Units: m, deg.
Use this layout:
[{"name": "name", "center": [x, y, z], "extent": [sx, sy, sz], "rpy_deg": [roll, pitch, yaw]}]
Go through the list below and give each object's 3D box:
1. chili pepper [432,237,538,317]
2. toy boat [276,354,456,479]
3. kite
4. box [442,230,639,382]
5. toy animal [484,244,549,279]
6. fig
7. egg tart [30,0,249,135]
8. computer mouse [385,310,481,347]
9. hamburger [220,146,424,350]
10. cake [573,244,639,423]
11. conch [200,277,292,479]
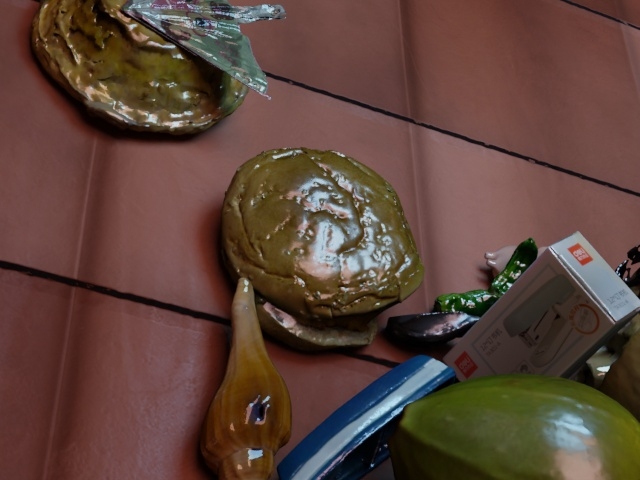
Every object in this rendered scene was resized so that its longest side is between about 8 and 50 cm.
[{"name": "chili pepper", "center": [0.243, 0.070, 1.798], "extent": [0.182, 0.050, 0.073], "rpy_deg": [-36, 109, -16]}, {"name": "toy boat", "center": [0.053, 0.233, 1.550], "extent": [0.061, 0.096, 0.299], "rpy_deg": [39, 46, 22]}, {"name": "kite", "center": [-0.161, -0.328, 1.799], "extent": [0.267, 0.013, 0.323], "rpy_deg": [-4, 58, -34]}, {"name": "box", "center": [0.285, 0.125, 1.653], "extent": [0.079, 0.269, 0.135], "rpy_deg": [-21, 66, -45]}, {"name": "toy animal", "center": [0.313, 0.046, 1.885], "extent": [0.150, 0.089, 0.084], "rpy_deg": [20, 75, -19]}, {"name": "fig", "center": [0.223, 0.289, 1.466], "extent": [0.316, 0.316, 0.316], "rpy_deg": [16, 46, -18]}, {"name": "egg tart", "center": [-0.241, -0.296, 1.822], "extent": [0.341, 0.129, 0.341], "rpy_deg": [17, 46, -19]}, {"name": "computer mouse", "center": [0.155, 0.121, 1.718], "extent": [0.135, 0.079, 0.047], "rpy_deg": [-5, 84, -9]}, {"name": "hamburger", "center": [0.002, 0.001, 1.694], "extent": [0.265, 0.134, 0.285], "rpy_deg": [-1, 51, -33]}, {"name": "cake", "center": [0.481, 0.146, 1.700], "extent": [0.332, 0.332, 0.321], "rpy_deg": [-4, 39, -33]}, {"name": "conch", "center": [-0.082, 0.179, 1.496], "extent": [0.109, 0.093, 0.330], "rpy_deg": [9, 58, -12]}]
